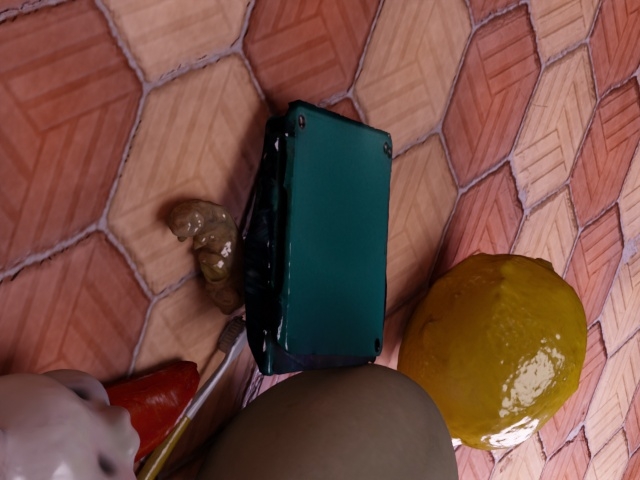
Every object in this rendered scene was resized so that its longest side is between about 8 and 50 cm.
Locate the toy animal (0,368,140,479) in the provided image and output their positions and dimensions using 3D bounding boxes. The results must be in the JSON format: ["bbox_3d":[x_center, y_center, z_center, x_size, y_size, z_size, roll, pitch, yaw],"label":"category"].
[{"bbox_3d":[-0.261,0.218,1.240,0.241,0.196,0.368,-21,137,-16],"label":"toy animal"}]

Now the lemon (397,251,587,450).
[{"bbox_3d":[0.219,0.143,1.924,0.288,0.233,0.233,-52,148,-11],"label":"lemon"}]

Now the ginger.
[{"bbox_3d":[-0.105,0.007,1.491,0.069,0.051,0.173,-61,145,-23],"label":"ginger"}]

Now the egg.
[{"bbox_3d":[0.013,0.282,1.631,0.336,0.278,0.278,-45,143,-35],"label":"egg"}]

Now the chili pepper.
[{"bbox_3d":[-0.169,0.159,1.482,0.169,0.065,0.088,-32,110,-55],"label":"chili pepper"}]

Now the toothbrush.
[{"bbox_3d":[-0.155,0.201,1.565,0.288,0.024,0.021,-57,146,-14],"label":"toothbrush"}]

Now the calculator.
[{"bbox_3d":[0.000,0.000,1.579,0.248,0.058,0.274,4,88,-63],"label":"calculator"}]
